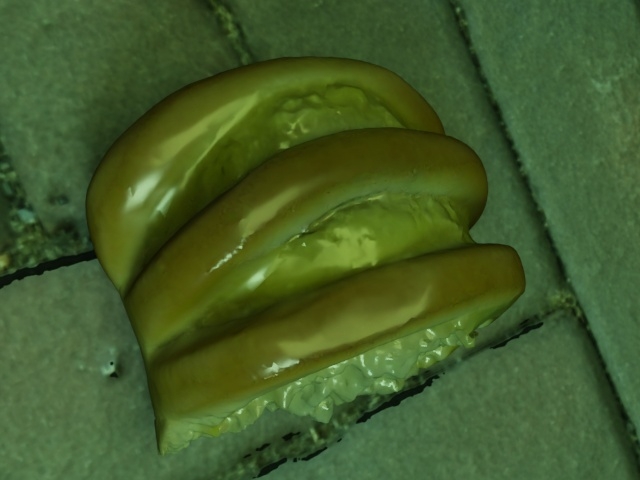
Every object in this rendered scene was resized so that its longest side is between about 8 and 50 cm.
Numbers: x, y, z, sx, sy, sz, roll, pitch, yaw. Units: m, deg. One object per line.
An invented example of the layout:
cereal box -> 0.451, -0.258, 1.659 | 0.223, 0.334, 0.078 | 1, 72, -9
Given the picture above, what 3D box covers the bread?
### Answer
bread -> 0.000, 0.000, 0.787 | 0.316, 0.211, 0.270 | -12, 87, -28
